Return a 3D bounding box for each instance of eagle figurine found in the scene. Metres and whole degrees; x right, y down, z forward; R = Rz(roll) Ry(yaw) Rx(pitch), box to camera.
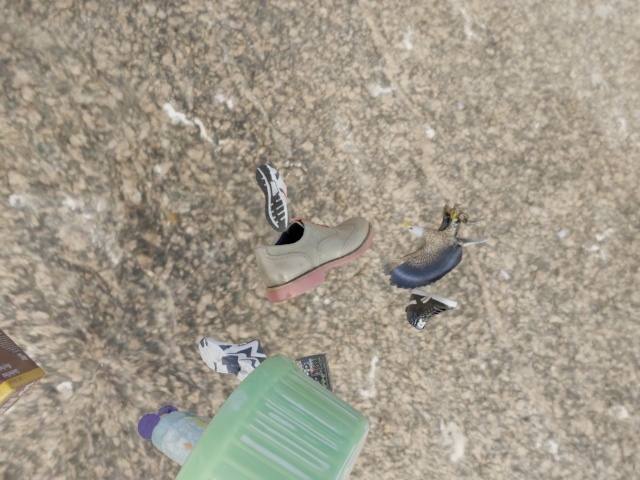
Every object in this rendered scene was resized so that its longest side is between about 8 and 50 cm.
[{"bbox_3d":[0.330,0.027,1.628,0.226,0.225,0.298,27,95,-49],"label":"eagle figurine"}]

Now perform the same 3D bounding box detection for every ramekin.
[{"bbox_3d":[-0.061,0.311,0.674,0.148,0.303,0.303,26,67,15],"label":"ramekin"}]

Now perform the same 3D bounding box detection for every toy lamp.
[{"bbox_3d":[-0.479,0.546,1.633,0.080,0.274,0.080,0,80,-2],"label":"toy lamp"}]

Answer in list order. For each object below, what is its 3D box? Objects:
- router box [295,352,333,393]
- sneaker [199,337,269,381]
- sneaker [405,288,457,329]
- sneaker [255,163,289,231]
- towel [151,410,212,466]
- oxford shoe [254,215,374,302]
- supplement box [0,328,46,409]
[{"bbox_3d":[-0.018,0.399,1.588,0.092,0.038,0.122,-12,82,10],"label":"router box"},{"bbox_3d":[-0.267,0.367,1.754,0.153,0.235,0.094,-14,115,-61],"label":"sneaker"},{"bbox_3d":[0.338,0.225,1.670,0.079,0.217,0.121,21,85,-17],"label":"sneaker"},{"bbox_3d":[-0.064,-0.065,0.827,0.044,0.040,0.109,3,70,-57],"label":"sneaker"},{"bbox_3d":[-0.132,0.464,1.122,0.321,0.374,0.090,18,76,21],"label":"towel"},{"bbox_3d":[0.000,0.000,1.140,0.348,0.123,0.130,-34,104,-50],"label":"oxford shoe"},{"bbox_3d":[-0.651,0.239,0.995,0.129,0.191,0.194,-45,93,-12],"label":"supplement box"}]
